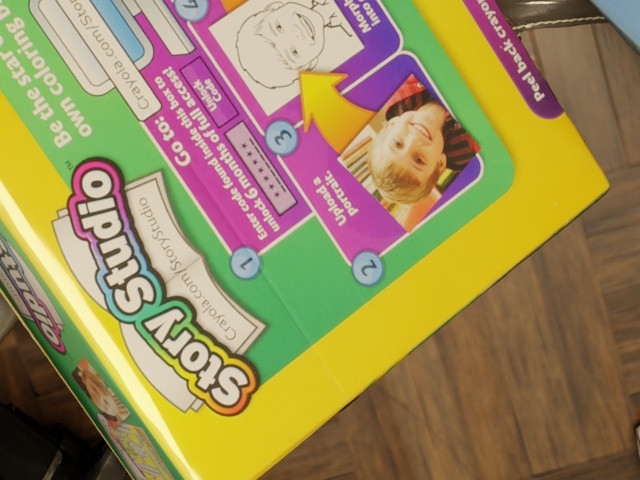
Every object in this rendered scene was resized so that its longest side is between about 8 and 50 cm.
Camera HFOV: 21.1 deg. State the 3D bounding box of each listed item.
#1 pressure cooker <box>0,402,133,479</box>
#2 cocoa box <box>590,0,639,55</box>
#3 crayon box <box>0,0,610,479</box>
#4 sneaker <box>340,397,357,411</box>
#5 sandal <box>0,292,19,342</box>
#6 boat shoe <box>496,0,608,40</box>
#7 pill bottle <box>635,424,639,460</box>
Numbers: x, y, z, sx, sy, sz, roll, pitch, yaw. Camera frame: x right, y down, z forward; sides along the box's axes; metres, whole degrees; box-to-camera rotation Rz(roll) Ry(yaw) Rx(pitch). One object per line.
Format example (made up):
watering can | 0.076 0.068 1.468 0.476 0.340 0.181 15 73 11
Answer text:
pressure cooker | -0.210 0.314 1.083 0.420 0.375 0.370 42 71 -10
cocoa box | 0.351 -0.092 0.958 0.228 0.231 0.347 -45 67 13
crayon box | -0.060 -0.086 0.960 0.313 0.106 0.363 -37 98 -21
sneaker | -0.110 0.006 1.089 0.180 0.124 0.321 -36 96 9
sandal | -0.206 -0.009 1.145 0.090 0.060 0.219 39 102 -10
boat shoe | 0.090 -0.144 1.100 0.223 0.080 0.073 1 111 6
pill bottle | 0.263 0.142 1.192 0.083 0.043 0.043 -12 105 4
